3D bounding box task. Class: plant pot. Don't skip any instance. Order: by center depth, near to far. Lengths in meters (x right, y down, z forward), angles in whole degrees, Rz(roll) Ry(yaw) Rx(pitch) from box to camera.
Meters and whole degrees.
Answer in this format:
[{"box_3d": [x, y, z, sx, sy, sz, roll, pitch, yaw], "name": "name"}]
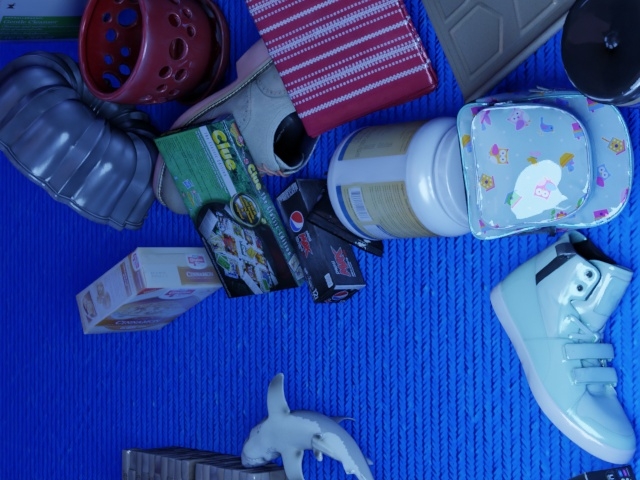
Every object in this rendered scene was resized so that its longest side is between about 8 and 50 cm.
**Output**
[{"box_3d": [-0.244, -0.295, 2.086, 0.191, 0.174, 0.191, -1, 89, 48], "name": "plant pot"}]

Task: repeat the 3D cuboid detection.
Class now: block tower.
[{"box_3d": [-0.159, 0.361, 2.036, 0.335, 0.097, 0.091, 0, 89, 47], "name": "block tower"}]

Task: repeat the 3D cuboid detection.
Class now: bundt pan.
[{"box_3d": [-0.361, -0.169, 2.126, 0.124, 0.331, 0.331, -48, 53, 15], "name": "bundt pan"}]

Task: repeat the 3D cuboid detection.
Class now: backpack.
[{"box_3d": [0.248, -0.086, 1.517, 0.188, 0.144, 0.166, -6, 92, 5], "name": "backpack"}]

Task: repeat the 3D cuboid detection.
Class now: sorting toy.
[{"box_3d": [0.242, -0.328, 1.645, 0.307, 0.041, 0.229, -41, 55, 40], "name": "sorting toy"}]

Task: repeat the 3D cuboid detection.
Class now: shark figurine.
[{"box_3d": [0.021, 0.267, 1.822, 0.278, 0.116, 0.166, 23, 111, 39], "name": "shark figurine"}]

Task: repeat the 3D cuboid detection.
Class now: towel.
[{"box_3d": [0.015, -0.283, 1.776, 0.199, 0.031, 0.275, -20, 100, 25], "name": "towel"}]

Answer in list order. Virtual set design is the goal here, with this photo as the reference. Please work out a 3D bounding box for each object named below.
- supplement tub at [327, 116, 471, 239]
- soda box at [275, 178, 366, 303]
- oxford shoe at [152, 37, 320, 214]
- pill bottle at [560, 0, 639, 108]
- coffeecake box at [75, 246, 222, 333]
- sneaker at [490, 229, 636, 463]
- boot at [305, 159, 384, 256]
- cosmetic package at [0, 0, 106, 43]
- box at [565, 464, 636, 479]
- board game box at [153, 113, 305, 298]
[{"box_3d": [0.122, -0.074, 1.689, 0.199, 0.144, 0.144, -2, 88, 49], "name": "supplement tub"}, {"box_3d": [0.000, 0.000, 1.888, 0.053, 0.060, 0.169, -41, 60, 42], "name": "soda box"}, {"box_3d": [-0.103, -0.136, 1.955, 0.397, 0.140, 0.146, -45, 63, 39], "name": "oxford shoe"}, {"box_3d": [0.349, -0.186, 1.379, 0.123, 0.219, 0.123, -1, 88, 48], "name": "pill bottle"}, {"box_3d": [-0.260, 0.076, 2.118, 0.185, 0.142, 0.068, -34, 65, 43], "name": "coffeecake box"}, {"box_3d": [0.296, 0.108, 1.527, 0.151, 0.094, 0.256, -48, 56, 33], "name": "sneaker"}, {"box_3d": [0.049, -0.046, 1.838, 0.121, 0.045, 0.099, 29, 86, 9], "name": "boot"}, {"box_3d": [-0.417, -0.461, 2.207, 0.365, 0.197, 0.155, 139, 122, -61], "name": "cosmetic package"}, {"box_3d": [0.300, 0.281, 1.523, 0.062, 0.083, 0.052, -34, 66, 42], "name": "box"}, {"box_3d": [-0.125, -0.044, 1.946, 0.136, 0.030, 0.260, -9, 113, 39], "name": "board game box"}]
